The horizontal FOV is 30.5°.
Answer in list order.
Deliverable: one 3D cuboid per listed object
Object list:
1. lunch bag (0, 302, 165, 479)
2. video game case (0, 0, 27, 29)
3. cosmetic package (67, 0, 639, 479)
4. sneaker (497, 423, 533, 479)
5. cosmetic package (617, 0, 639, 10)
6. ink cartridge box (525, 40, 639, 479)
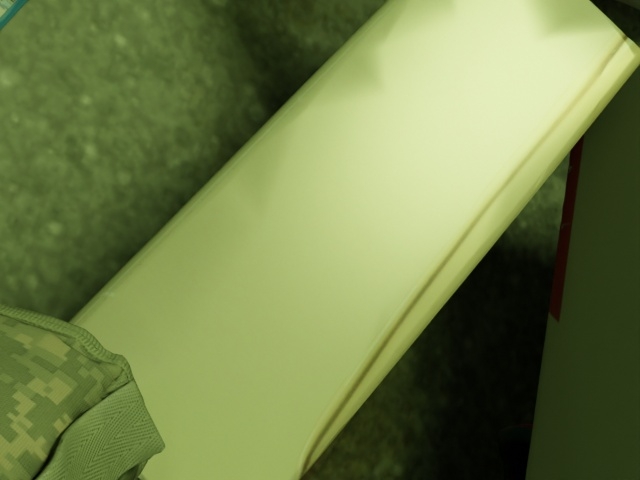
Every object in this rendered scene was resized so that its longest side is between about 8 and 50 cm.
[{"bbox_3d":[-0.205,0.105,0.332,0.287,0.235,0.168,-17,99,11],"label":"lunch bag"},{"bbox_3d":[-0.163,-0.186,0.569,0.119,0.015,0.166,45,67,-22],"label":"video game case"},{"bbox_3d":[0.000,0.000,0.561,0.113,0.160,0.309,42,68,-2],"label":"cosmetic package"},{"bbox_3d":[0.050,0.242,0.620,0.148,0.131,0.350,50,61,-10],"label":"sneaker"},{"bbox_3d":[0.368,-0.228,0.742,0.453,0.161,0.230,17,77,-15],"label":"cosmetic package"},{"bbox_3d":[0.316,0.071,0.634,0.385,0.160,0.279,15,77,-30],"label":"ink cartridge box"}]
